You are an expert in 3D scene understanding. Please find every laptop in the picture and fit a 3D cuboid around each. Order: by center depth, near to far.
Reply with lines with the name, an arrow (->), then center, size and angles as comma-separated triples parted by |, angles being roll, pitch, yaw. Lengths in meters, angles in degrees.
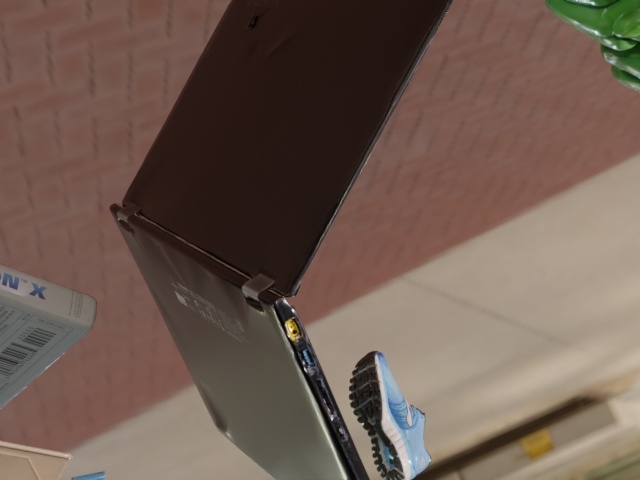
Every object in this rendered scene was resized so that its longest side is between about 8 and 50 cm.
laptop -> 0.000, 0.000, 1.216 | 0.236, 0.407, 0.382 | -30, -157, -17

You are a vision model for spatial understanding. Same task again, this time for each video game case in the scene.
video game case -> -0.401, 0.080, 1.255 | 0.300, 0.036, 0.329 | 22, 142, -27

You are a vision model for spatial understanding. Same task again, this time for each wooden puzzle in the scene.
wooden puzzle -> -0.204, 0.154, 0.925 | 0.116, 0.014, 0.078 | 24, 115, -33

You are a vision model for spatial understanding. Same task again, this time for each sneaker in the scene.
sneaker -> 0.088, 0.211, 1.753 | 0.073, 0.162, 0.063 | -12, 172, -39

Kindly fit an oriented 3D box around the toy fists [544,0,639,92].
toy fists -> 0.270, -0.197, 1.141 | 0.142, 0.096, 0.279 | -50, 143, 9
